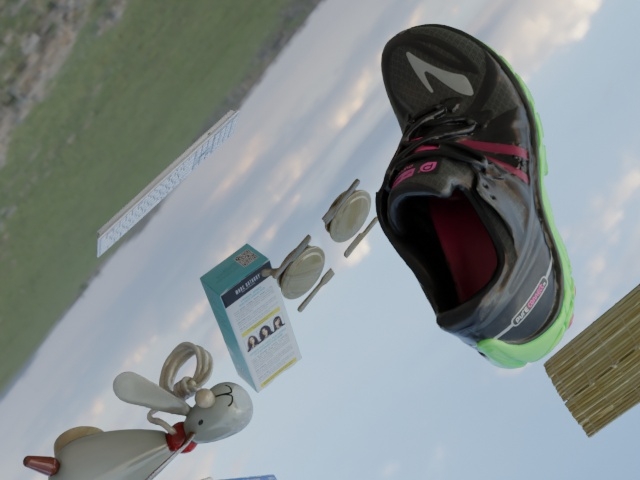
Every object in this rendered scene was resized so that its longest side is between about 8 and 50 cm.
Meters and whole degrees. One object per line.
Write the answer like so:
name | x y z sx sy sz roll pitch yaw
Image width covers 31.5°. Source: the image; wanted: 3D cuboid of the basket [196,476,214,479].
basket | -0.169 0.419 1.556 0.113 0.167 0.103 -32 172 14

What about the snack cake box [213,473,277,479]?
snack cake box | -0.152 0.514 2.033 0.089 0.152 0.264 -47 151 21

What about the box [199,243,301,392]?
box | -0.109 0.128 1.816 0.100 0.244 0.060 -37 -133 -21

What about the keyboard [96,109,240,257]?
keyboard | -0.196 -0.075 1.460 0.256 0.014 0.072 -45 169 -22

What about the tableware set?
tableware set | 0.000 0.000 1.630 0.194 0.039 0.128 -50 150 -11

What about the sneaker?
sneaker | 0.167 -0.084 1.374 0.185 0.202 0.483 -36 -125 32

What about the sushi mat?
sushi mat | 0.485 0.196 1.845 0.019 0.151 0.316 -17 157 -34

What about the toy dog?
toy dog | -0.271 0.275 1.558 0.334 0.161 0.220 -47 -133 2
